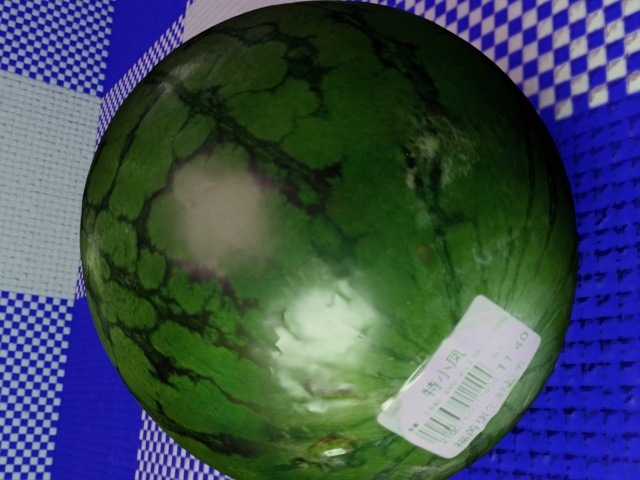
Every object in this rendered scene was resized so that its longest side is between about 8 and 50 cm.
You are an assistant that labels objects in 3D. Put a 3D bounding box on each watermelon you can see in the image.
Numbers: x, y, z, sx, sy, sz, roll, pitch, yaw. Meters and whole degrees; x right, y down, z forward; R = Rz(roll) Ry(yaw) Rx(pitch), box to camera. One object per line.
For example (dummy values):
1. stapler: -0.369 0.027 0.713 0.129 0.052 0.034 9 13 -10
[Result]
1. watermelon: 0.000 0.000 0.520 0.363 0.363 0.363 -25 59 52
